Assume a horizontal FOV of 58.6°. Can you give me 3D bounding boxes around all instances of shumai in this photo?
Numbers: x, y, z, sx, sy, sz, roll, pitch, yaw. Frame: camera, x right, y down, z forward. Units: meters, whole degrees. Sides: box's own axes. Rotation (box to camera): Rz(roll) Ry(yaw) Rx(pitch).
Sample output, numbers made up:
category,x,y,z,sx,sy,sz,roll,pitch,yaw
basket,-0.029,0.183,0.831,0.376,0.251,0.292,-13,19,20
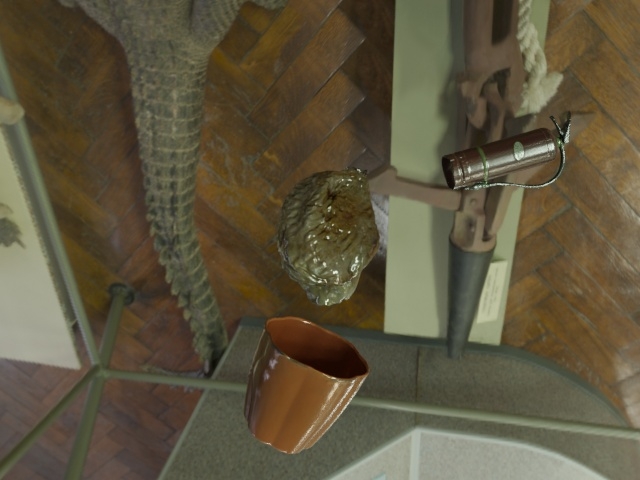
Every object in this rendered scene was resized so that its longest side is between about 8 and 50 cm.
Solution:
category,x,y,z,sx,sy,sz,roll,pitch,yaw
shumai,-0.003,0.001,1.017,0.183,0.218,0.185,7,153,-24

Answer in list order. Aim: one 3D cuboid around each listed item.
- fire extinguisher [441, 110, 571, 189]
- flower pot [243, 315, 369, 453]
category,x,y,z,sx,sy,sz,roll,pitch,yaw
fire extinguisher,0.228,-0.094,0.675,0.157,0.045,0.078,-16,94,0
flower pot,-0.036,0.246,0.949,0.190,0.190,0.173,23,103,0
